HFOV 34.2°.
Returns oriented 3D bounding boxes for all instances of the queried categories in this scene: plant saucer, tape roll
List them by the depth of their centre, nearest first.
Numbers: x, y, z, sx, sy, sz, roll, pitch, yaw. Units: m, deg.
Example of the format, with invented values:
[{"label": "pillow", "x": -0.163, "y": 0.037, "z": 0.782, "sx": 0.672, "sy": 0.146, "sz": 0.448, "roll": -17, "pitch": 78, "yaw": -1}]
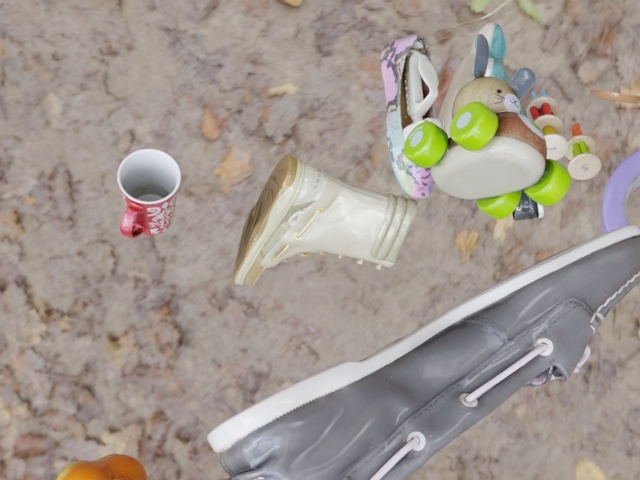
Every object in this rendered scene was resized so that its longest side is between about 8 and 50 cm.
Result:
[{"label": "tape roll", "x": 0.509, "y": -0.040, "z": 1.527, "sx": 0.189, "sy": 0.080, "sz": 0.188, "roll": -3, "pitch": 78, "yaw": 12}, {"label": "plant saucer", "x": 0.473, "y": -0.229, "z": 1.662, "sx": 0.084, "sy": 0.083, "sz": 0.013, "roll": 11, "pitch": 99, "yaw": 14}]

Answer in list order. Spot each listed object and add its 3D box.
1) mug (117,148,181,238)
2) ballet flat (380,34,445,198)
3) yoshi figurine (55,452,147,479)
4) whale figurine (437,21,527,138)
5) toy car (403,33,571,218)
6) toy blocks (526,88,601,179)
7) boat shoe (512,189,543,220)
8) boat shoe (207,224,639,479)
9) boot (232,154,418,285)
[{"label": "mug", "x": -0.335, "y": -0.074, "z": 1.949, "sx": 0.150, "sy": 0.169, "sz": 0.113, "roll": -36, "pitch": 76, "yaw": -20}, {"label": "ballet flat", "x": 0.127, "y": -0.168, "z": 1.366, "sx": 0.079, "sy": 0.077, "sz": 0.221, "roll": -24, "pitch": 67, "yaw": 53}, {"label": "yoshi figurine", "x": -0.080, "y": 0.336, "z": 0.900, "sx": 0.362, "sy": 0.203, "sz": 0.203, "roll": 24, "pitch": 129, "yaw": 26}, {"label": "whale figurine", "x": 0.263, "y": -0.206, "z": 1.623, "sx": 0.141, "sy": 0.272, "sz": 0.216, "roll": 16, "pitch": 150, "yaw": 2}, {"label": "toy car", "x": 0.208, "y": -0.148, "z": 1.225, "sx": 0.155, "sy": 0.188, "sz": 0.149, "roll": 32, "pitch": 151, "yaw": -29}, {"label": "toy blocks", "x": 0.388, "y": -0.177, "z": 1.677, "sx": 0.123, "sy": 0.148, "sz": 0.054, "roll": 26, "pitch": 129, "yaw": -21}, {"label": "boat shoe", "x": 0.259, "y": -0.091, "z": 1.358, "sx": 0.042, "sy": 0.049, "sz": 0.132, "roll": -8, "pitch": 78, "yaw": 2}, {"label": "boat shoe", "x": 0.090, "y": 0.093, "z": 0.669, "sx": 0.335, "sy": 0.112, "sz": 0.095, "roll": -24, "pitch": 81, "yaw": -22}, {"label": "boot", "x": 0.000, "y": 0.000, "z": 1.437, "sx": 0.204, "sy": 0.095, "sz": 0.262, "roll": 16, "pitch": 139, "yaw": -15}]
